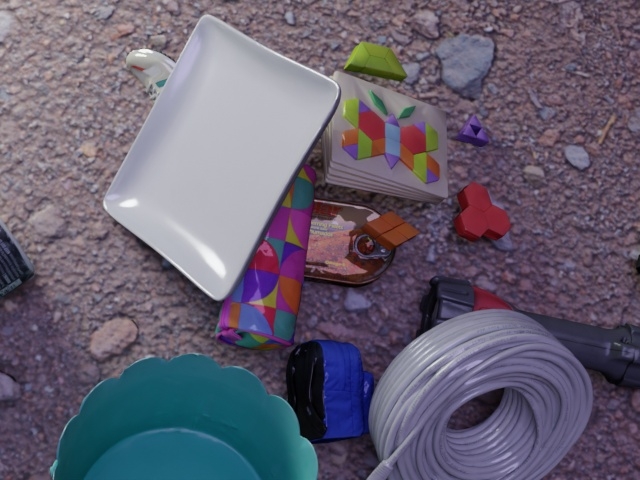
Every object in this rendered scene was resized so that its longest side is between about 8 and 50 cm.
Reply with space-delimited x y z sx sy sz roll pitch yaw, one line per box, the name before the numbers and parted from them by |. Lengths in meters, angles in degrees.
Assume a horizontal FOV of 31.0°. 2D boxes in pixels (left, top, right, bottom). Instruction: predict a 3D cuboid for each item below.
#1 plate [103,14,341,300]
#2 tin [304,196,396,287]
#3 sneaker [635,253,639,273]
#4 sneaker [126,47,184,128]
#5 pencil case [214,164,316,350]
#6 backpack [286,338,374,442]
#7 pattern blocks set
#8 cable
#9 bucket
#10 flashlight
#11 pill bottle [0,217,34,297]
plate | -0.115 -0.100 1.360 0.278 0.045 0.277 34 97 42
tin | 0.000 0.000 1.456 0.190 0.040 0.106 9 78 -4
sneaker | 0.510 0.060 1.487 0.217 0.079 0.121 23 77 8
sneaker | -0.190 -0.178 1.468 0.161 0.057 0.075 34 68 0
pencil case | -0.068 0.013 1.377 0.104 0.104 0.236 6 73 -5
backpack | 0.011 0.180 1.382 0.101 0.098 0.120 4 73 -36
pattern blocks set | 0.083 -0.122 1.435 0.325 0.026 0.285 1 66 -31
cable | 0.183 0.200 1.334 0.257 0.089 0.257 13 114 -28
bucket | -0.152 0.278 1.259 0.281 0.183 0.281 6 59 -11
flashlight | 0.275 0.122 1.431 0.304 0.103 0.103 12 40 -8
pill bottle | -0.468 0.055 1.336 0.246 0.130 0.130 -35 82 -14
